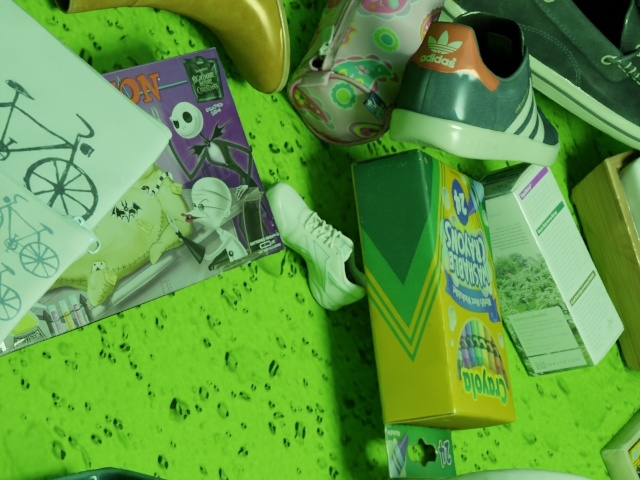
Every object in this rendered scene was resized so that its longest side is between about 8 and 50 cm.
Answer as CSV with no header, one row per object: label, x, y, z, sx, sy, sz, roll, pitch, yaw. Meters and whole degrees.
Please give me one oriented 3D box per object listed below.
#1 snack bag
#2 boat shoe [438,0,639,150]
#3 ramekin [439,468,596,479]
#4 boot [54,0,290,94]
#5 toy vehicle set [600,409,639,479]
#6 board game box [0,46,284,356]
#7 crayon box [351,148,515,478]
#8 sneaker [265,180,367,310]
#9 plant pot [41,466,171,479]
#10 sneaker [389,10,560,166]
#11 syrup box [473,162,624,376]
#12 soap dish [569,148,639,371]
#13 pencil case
snack bag,-0.304,-0.092,1.281,0.323,0.037,0.342,41,47,-3
boat shoe,0.340,-0.246,1.955,0.500,0.156,0.187,27,29,-28
ramekin,0.194,0.331,1.594,0.277,0.277,0.135,32,48,-37
boot,-0.158,-0.245,1.545,0.211,0.104,0.295,-31,111,-34
toy vehicle set,0.460,0.280,2.069,0.267,0.035,0.166,-33,102,-48
board game box,-0.197,-0.038,1.427,0.347,0.056,0.208,-22,89,-42
crayon box,0.124,0.083,1.691,0.203,0.083,0.323,19,63,-65
sneaker,0.000,0.000,1.645,0.152,0.061,0.053,56,46,-16
plant pot,-0.171,0.331,1.220,0.248,0.247,0.252,-6,98,-48
sneaker,0.186,-0.164,1.731,0.350,0.131,0.148,-5,108,-69
syrup box,0.251,0.031,1.876,0.096,0.093,0.237,-42,110,-47
soap dish,0.446,0.019,2.080,0.229,0.118,0.291,-19,92,-49
pencil case,0.060,-0.236,1.731,0.124,0.124,0.284,43,54,-29
